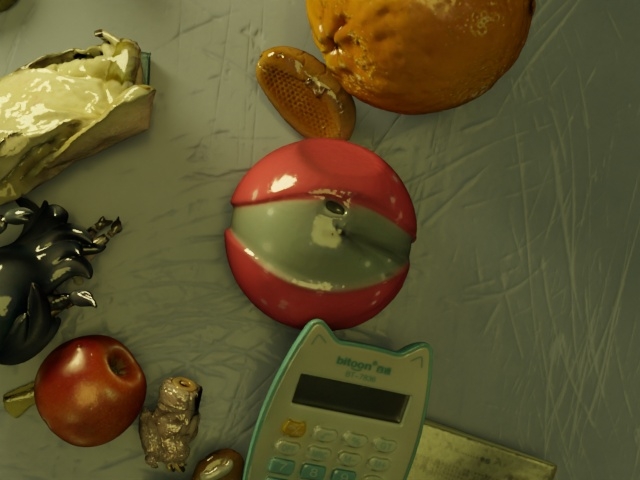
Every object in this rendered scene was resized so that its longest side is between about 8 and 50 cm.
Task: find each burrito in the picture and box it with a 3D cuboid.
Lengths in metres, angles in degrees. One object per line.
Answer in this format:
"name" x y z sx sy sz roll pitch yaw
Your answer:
"burrito" -0.397 -0.173 1.613 0.331 0.190 0.135 -25 136 -5

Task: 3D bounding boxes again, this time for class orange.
"orange" 0.133 -0.345 1.604 0.293 0.340 0.341 -32 94 -20

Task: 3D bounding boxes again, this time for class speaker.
"speaker" 0.000 0.000 1.660 0.294 0.294 0.294 0 89 -9

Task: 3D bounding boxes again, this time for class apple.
"apple" -0.335 0.217 1.607 0.139 0.163 0.163 -33 94 11

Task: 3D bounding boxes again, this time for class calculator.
"calculator" 0.018 0.311 1.638 0.256 0.054 0.386 14 98 -19

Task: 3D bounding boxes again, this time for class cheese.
"cheese" -0.437 0.238 1.657 0.083 0.030 0.044 -22 110 -14

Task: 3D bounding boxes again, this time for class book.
"book" 0.190 0.493 1.732 0.268 0.032 0.389 18 91 -5

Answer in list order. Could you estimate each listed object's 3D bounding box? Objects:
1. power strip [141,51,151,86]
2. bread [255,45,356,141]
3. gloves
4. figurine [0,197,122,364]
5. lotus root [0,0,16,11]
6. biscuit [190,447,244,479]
"power strip" -0.292 -0.233 1.688 0.056 0.032 0.123 4 88 -10
"bread" -0.018 -0.228 1.702 0.189 0.114 0.077 47 44 -5
"gloves" -0.228 0.275 1.650 0.094 0.110 0.144 20 85 -5
"figurine" -0.425 0.052 1.597 0.197 0.175 0.265 24 78 -16
"lotus root" -0.532 -0.428 1.634 0.203 0.078 0.183 -20 91 -7
"biscuit" -0.129 0.466 1.668 0.196 0.049 0.302 -32 105 -7
